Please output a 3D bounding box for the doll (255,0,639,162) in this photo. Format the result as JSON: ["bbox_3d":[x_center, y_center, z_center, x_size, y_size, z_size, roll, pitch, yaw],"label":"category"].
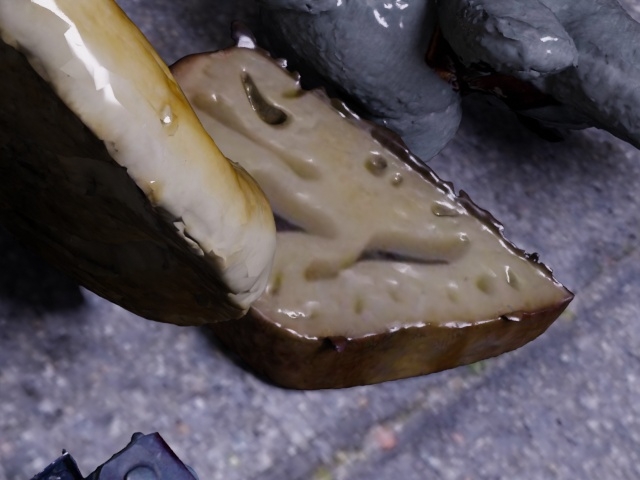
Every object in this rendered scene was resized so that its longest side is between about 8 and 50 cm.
[{"bbox_3d":[0.105,-0.096,0.953,0.340,0.158,0.246,30,9,7],"label":"doll"}]

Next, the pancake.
[{"bbox_3d":[-0.163,-0.096,0.716,0.387,0.387,0.082,44,76,10],"label":"pancake"}]

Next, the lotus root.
[{"bbox_3d":[0.000,0.000,0.900,0.261,0.074,0.170,42,51,7],"label":"lotus root"}]

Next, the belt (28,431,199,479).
[{"bbox_3d":[-0.138,0.180,0.677,0.218,0.122,0.128,-33,71,-28],"label":"belt"}]
